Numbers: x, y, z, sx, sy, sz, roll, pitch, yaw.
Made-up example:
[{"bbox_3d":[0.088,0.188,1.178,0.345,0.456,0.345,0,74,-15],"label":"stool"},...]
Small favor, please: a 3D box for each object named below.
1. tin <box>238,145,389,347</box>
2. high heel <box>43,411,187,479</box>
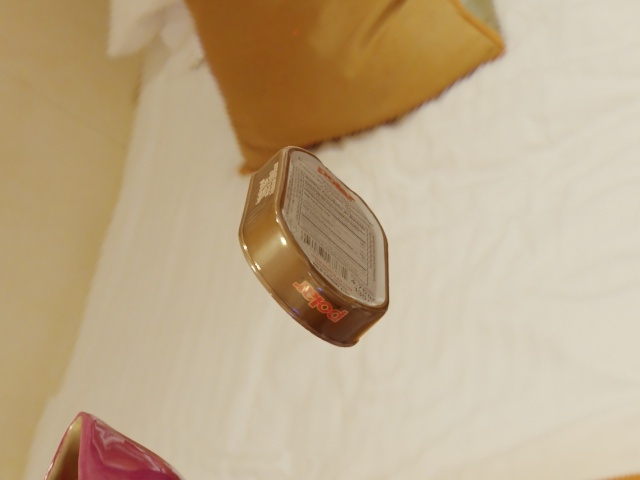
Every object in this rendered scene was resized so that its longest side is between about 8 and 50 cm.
[{"bbox_3d":[0.000,0.000,0.896,0.040,0.106,0.190,-39,18,17],"label":"tin"},{"bbox_3d":[-0.160,0.205,0.648,0.127,0.181,0.377,-42,-9,19],"label":"high heel"}]
